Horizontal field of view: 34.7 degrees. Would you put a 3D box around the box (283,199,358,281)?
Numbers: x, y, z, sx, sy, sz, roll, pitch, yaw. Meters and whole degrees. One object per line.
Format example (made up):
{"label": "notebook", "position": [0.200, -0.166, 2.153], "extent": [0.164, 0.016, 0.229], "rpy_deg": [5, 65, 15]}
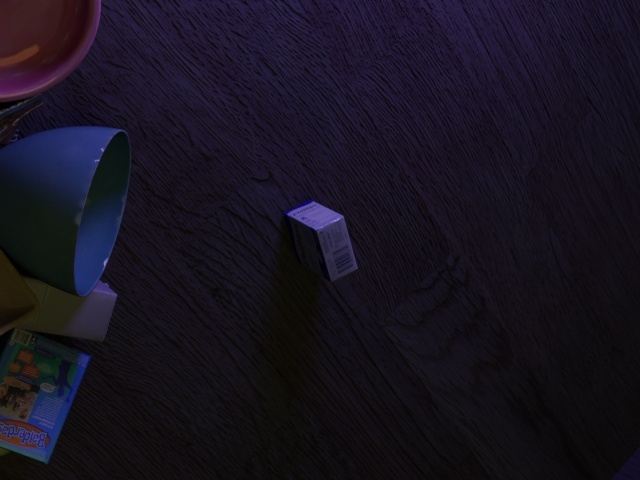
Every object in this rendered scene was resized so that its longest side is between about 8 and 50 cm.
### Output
{"label": "box", "position": [0.000, 0.000, 2.095], "extent": [0.072, 0.137, 0.126], "rpy_deg": [-27, 118, -21]}

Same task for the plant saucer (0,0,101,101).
{"label": "plant saucer", "position": [-0.524, -0.388, 1.640], "extent": [0.332, 0.084, 0.332], "rpy_deg": [-12, 123, -19]}

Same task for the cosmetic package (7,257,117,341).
{"label": "cosmetic package", "position": [-0.499, 0.101, 1.824], "extent": [0.237, 0.127, 0.107], "rpy_deg": [18, 95, -33]}

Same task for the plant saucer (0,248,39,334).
{"label": "plant saucer", "position": [-0.675, 0.071, 1.614], "extent": [0.332, 0.081, 0.333], "rpy_deg": [-34, 84, -34]}

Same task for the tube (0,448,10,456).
{"label": "tube", "position": [-0.615, 0.378, 1.867], "extent": [0.240, 0.062, 0.070], "rpy_deg": [-25, 159, -27]}

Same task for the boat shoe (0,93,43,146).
{"label": "boat shoe", "position": [-0.548, -0.195, 1.739], "extent": [0.183, 0.066, 0.066], "rpy_deg": [-30, 124, -10]}

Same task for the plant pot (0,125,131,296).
{"label": "plant pot", "position": [-0.458, -0.068, 1.731], "extent": [0.195, 0.290, 0.290], "rpy_deg": [14, 99, 1]}

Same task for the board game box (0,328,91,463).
{"label": "board game box", "position": [-0.531, 0.279, 1.859], "extent": [0.160, 0.047, 0.210], "rpy_deg": [29, 70, -27]}
